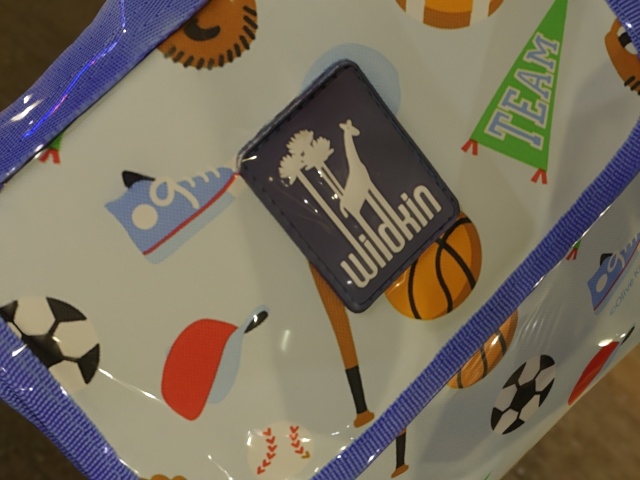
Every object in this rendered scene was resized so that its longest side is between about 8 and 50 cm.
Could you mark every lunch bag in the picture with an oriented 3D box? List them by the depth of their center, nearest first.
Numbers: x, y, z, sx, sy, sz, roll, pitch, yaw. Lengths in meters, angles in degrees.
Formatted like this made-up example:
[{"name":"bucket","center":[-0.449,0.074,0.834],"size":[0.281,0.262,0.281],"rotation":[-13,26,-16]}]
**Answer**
[{"name":"lunch bag","center":[0.000,0.000,0.807],"size":[0.239,0.328,0.385],"rotation":[38,-13,33]}]
